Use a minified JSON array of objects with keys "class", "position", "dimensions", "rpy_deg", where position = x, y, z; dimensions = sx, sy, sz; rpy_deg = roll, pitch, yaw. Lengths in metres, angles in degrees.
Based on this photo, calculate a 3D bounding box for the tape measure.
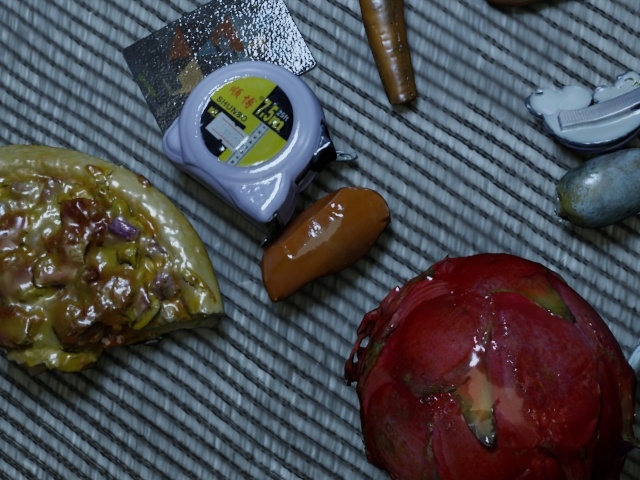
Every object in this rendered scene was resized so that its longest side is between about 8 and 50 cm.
[{"class":"tape measure","position":[-0.075,-0.117,1.506],"dimensions":[0.196,0.105,0.178],"rpy_deg":[42,83,19]}]

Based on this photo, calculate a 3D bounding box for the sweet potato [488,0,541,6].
[{"class":"sweet potato","position":[0.296,-0.317,1.504],"dimensions":[0.214,0.050,0.050],"rpy_deg":[-15,84,3]}]

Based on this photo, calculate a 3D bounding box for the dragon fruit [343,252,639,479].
[{"class":"dragon fruit","position":[0.185,0.170,1.363],"dimensions":[0.295,0.295,0.302],"rpy_deg":[-32,72,5]}]

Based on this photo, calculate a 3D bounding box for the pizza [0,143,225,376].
[{"class":"pizza","position":[-0.311,0.025,1.535],"dimensions":[0.408,0.114,0.278],"rpy_deg":[31,85,12]}]

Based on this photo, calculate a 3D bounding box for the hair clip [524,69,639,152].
[{"class":"hair clip","position":[0.327,-0.152,1.460],"dimensions":[0.172,0.049,0.116],"rpy_deg":[-17,38,10]}]

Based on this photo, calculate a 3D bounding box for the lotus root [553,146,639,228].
[{"class":"lotus root","position":[0.342,-0.066,1.456],"dimensions":[0.165,0.088,0.088],"rpy_deg":[-26,82,-2]}]

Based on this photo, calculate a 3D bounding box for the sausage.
[{"class":"sausage","position":[0.000,0.000,1.498],"dimensions":[0.179,0.089,0.089],"rpy_deg":[-36,82,1]}]

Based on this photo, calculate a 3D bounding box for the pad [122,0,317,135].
[{"class":"pad","position":[-0.127,-0.227,1.577],"dimensions":[0.211,0.003,0.143],"rpy_deg":[-29,82,5]}]

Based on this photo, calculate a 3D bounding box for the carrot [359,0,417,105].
[{"class":"carrot","position":[0.082,-0.242,1.526],"dimensions":[0.055,0.055,0.162],"rpy_deg":[-12,91,7]}]

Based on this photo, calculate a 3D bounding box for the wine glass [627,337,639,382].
[{"class":"wine glass","position":[0.433,0.173,1.409],"dimensions":[0.204,0.111,0.111],"rpy_deg":[34,91,11]}]
